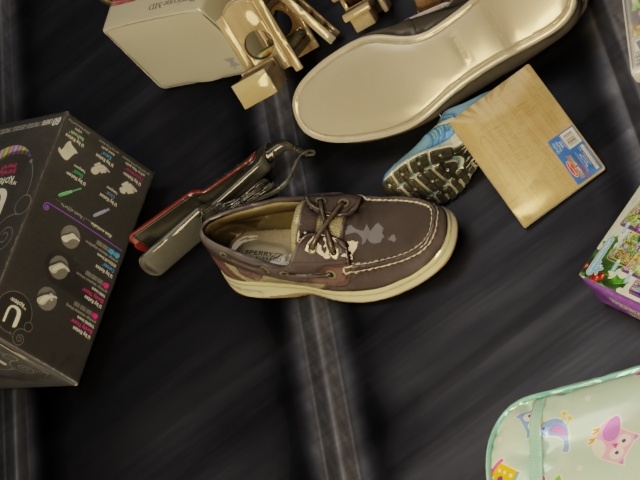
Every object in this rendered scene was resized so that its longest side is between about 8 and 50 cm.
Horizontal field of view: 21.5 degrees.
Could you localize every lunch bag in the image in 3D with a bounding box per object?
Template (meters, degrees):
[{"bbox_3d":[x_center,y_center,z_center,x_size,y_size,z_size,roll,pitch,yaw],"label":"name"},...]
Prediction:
[{"bbox_3d":[0.237,0.244,1.338,0.224,0.108,0.279,-15,53,27],"label":"lunch bag"}]

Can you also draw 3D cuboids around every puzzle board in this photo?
[{"bbox_3d":[0.198,-0.091,1.624,0.096,0.011,0.128,-36,78,7],"label":"puzzle board"}]

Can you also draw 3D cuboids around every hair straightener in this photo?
[{"bbox_3d":[-0.100,-0.030,1.824,0.230,0.047,0.089,-32,47,9],"label":"hair straightener"}]

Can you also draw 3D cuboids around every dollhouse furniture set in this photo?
[{"bbox_3d":[-0.022,-0.243,1.804,0.161,0.101,0.182,-28,13,18],"label":"dollhouse furniture set"}]

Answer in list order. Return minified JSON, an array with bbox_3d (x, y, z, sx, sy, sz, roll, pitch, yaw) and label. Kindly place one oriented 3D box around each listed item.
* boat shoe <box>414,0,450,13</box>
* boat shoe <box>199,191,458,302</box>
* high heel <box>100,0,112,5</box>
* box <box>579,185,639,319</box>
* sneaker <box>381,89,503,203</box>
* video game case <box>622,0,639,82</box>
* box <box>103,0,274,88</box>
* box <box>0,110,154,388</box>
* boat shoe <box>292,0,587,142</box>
[{"bbox_3d":[0.162,-0.310,1.801,0.066,0.066,0.183,19,73,42],"label":"boat shoe"},{"bbox_3d":[0.000,0.000,1.687,0.285,0.092,0.103,-4,62,37],"label":"boat shoe"},{"bbox_3d":[-0.196,-0.410,2.130,0.261,0.093,0.186,-38,56,7],"label":"high heel"},{"bbox_3d":[0.386,-0.039,1.459,0.201,0.057,0.293,29,80,45],"label":"box"},{"bbox_3d":[0.132,-0.093,1.694,0.162,0.063,0.073,-34,28,7],"label":"sneaker"},{"bbox_3d":[0.383,-0.253,1.633,0.190,0.022,0.173,-18,51,26],"label":"video game case"},{"bbox_3d":[-0.138,-0.315,1.981,0.148,0.127,0.232,-7,57,32],"label":"box"},{"bbox_3d":[-0.322,0.013,1.865,0.165,0.143,0.270,-8,57,44],"label":"box"},{"bbox_3d":[0.130,-0.189,1.741,0.335,0.095,0.112,-26,84,25],"label":"boat shoe"}]
